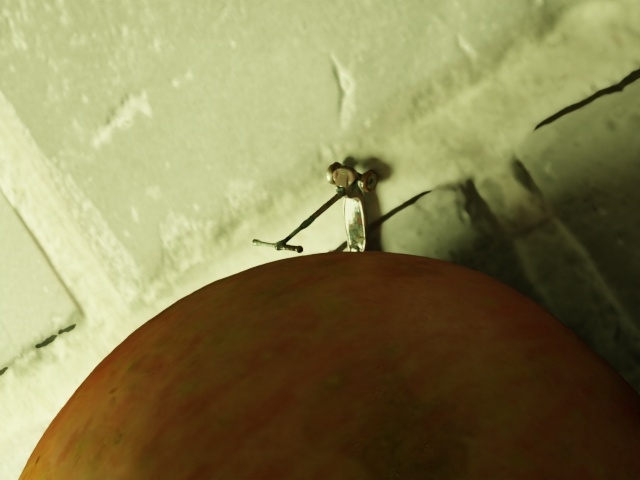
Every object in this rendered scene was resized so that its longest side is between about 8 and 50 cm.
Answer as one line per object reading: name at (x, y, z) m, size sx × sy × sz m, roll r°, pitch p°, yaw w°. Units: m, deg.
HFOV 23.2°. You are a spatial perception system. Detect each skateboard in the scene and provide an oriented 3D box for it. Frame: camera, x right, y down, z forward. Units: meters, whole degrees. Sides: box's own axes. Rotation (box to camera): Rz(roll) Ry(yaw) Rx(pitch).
skateboard at (0.000, 0.000, 0.862) m, size 0.032 × 0.083 × 0.064 m, roll 14°, pitch 123°, yaw 31°

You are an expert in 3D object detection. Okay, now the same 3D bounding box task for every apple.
apple at (0.013, 0.192, 0.789) m, size 0.364 × 0.364 × 0.364 m, roll 19°, pitch 125°, yaw 29°
